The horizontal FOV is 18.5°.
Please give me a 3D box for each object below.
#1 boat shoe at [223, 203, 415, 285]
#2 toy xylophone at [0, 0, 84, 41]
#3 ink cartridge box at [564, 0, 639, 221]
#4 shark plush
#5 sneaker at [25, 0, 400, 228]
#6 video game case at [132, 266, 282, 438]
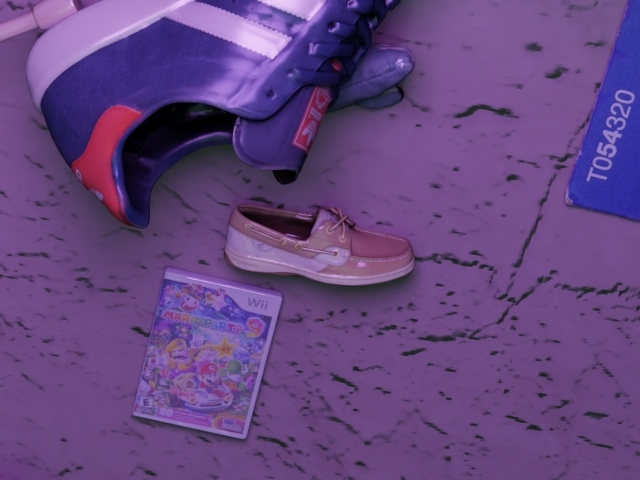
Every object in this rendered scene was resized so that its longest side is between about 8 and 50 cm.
[{"bbox_3d":[0.000,0.000,1.373,0.135,0.050,0.045,4,120,-1],"label":"boat shoe"},{"bbox_3d":[-0.281,-0.222,1.259,0.322,0.081,0.236,-13,114,7],"label":"toy xylophone"},{"bbox_3d":[0.367,-0.116,1.306,0.330,0.071,0.324,12,114,-6],"label":"ink cartridge box"},{"bbox_3d":[-0.015,-0.105,1.315,0.161,0.067,0.073,-10,114,5],"label":"shark plush"},{"bbox_3d":[-0.010,-0.125,1.238,0.350,0.131,0.148,-30,70,13],"label":"sneaker"},{"bbox_3d":[-0.083,0.084,1.433,0.087,0.011,0.122,13,114,-5],"label":"video game case"}]
